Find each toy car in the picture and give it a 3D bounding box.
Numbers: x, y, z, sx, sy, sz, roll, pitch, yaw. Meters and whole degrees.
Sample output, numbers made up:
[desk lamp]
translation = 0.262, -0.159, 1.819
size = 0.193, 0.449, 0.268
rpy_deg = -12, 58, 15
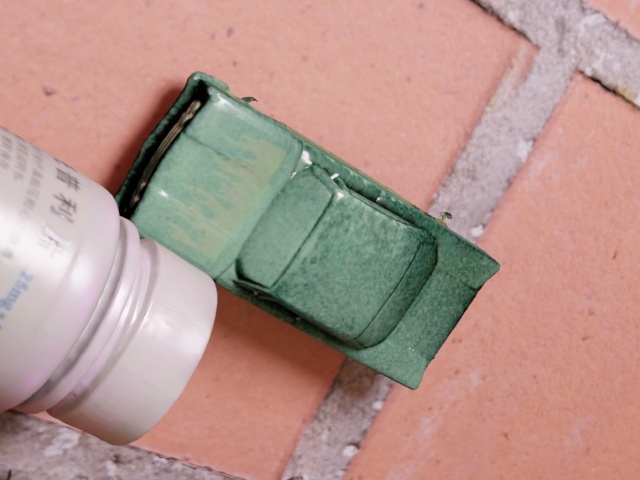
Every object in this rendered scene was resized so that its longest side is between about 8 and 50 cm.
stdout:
[toy car]
translation = 0.000, 0.000, 1.009
size = 0.320, 0.097, 0.141
rpy_deg = 30, 97, -34

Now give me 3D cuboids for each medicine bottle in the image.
[medicine bottle]
translation = -0.220, 0.014, 0.840
size = 0.293, 0.170, 0.170
rpy_deg = 33, 94, -27
